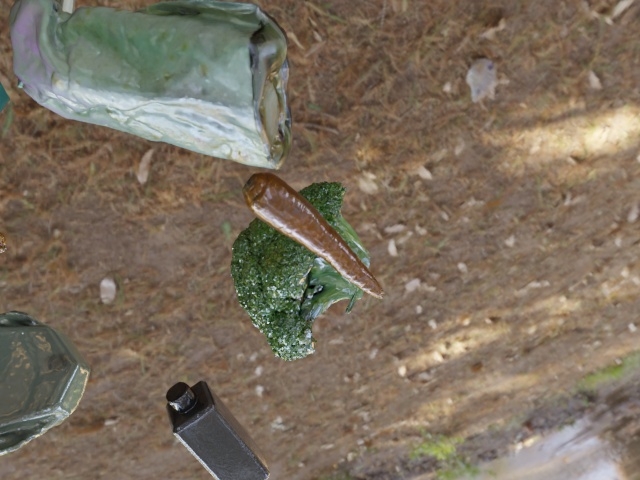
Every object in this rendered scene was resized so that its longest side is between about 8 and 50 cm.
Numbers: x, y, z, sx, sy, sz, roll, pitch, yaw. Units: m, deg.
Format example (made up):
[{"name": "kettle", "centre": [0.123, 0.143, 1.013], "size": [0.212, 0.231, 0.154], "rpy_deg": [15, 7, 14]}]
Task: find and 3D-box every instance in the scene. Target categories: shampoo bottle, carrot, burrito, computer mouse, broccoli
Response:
[{"name": "shampoo bottle", "centre": [-0.177, 0.326, 1.096], "size": [0.079, 0.080, 0.246], "rpy_deg": [-34, 123, -6]}, {"name": "carrot", "centre": [0.000, 0.000, 0.715], "size": [0.048, 0.048, 0.216], "rpy_deg": [-42, 115, 17]}, {"name": "burrito", "centre": [-0.138, -0.129, 0.529], "size": [0.229, 0.089, 0.144], "rpy_deg": [9, 143, 11]}, {"name": "computer mouse", "centre": [-0.583, 0.243, 1.019], "size": [0.429, 0.228, 0.145], "rpy_deg": [-3, 152, -19]}, {"name": "broccoli", "centre": [-0.054, 0.069, 1.507], "size": [0.310, 0.413, 0.321], "rpy_deg": [19, 165, -37]}]

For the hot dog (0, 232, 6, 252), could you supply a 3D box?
[{"name": "hot dog", "centre": [-0.751, -0.008, 1.450], "size": [0.038, 0.144, 0.062], "rpy_deg": [-36, 143, -54]}]

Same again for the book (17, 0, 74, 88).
[{"name": "book", "centre": [-0.688, -0.561, 1.654], "size": [0.031, 0.264, 0.379], "rpy_deg": [14, 163, -36]}]

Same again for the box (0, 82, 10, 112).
[{"name": "box", "centre": [-0.541, -0.149, 0.857], "size": [0.153, 0.245, 0.092], "rpy_deg": [-2, 137, 9]}]
